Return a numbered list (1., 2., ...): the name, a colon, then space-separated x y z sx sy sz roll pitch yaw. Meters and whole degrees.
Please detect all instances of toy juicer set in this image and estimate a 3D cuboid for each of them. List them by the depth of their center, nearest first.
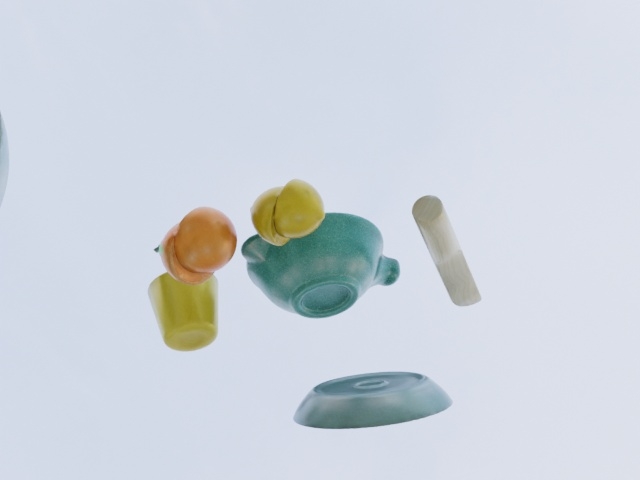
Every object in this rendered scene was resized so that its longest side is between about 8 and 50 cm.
1. toy juicer set: 0.000 0.000 1.109 0.329 0.089 0.209 -7 -35 -9

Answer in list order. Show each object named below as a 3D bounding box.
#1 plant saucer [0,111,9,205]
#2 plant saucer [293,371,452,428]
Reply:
1. plant saucer: -0.323 -0.038 1.051 0.037 0.195 0.195 25 -73 -40
2. plant saucer: 0.038 0.116 0.883 0.119 0.119 0.021 -6 -86 6
